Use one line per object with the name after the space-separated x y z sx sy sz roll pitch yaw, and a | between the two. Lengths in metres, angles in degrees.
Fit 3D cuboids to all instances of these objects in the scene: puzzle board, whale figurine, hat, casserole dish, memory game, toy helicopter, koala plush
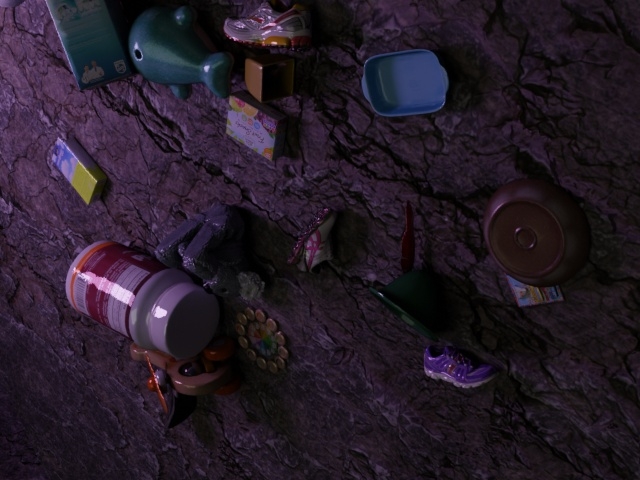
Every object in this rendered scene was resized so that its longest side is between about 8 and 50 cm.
0.371 0.057 1.449 0.096 0.011 0.128 -16 100 47 | puzzle board
-0.304 -0.394 1.732 0.272 0.141 0.216 35 132 27 | whale figurine
0.212 0.074 1.601 0.173 0.184 0.208 34 174 34 | hat
0.157 -0.283 1.441 0.188 0.037 0.114 2 113 42 | casserole dish
-0.149 0.251 2.047 0.186 0.012 0.186 22 127 33 | memory game
-0.398 0.339 2.166 0.355 0.235 0.140 14 122 38 | toy helicopter
-0.232 0.050 1.920 0.196 0.203 0.221 12 142 49 | koala plush

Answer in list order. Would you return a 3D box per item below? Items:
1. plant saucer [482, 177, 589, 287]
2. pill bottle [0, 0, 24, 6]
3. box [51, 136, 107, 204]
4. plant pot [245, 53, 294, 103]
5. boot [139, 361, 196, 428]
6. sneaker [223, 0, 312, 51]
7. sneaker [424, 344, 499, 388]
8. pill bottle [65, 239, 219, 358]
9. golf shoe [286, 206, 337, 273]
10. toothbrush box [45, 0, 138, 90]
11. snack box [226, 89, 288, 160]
0.360 -0.008 1.392 0.198 0.036 0.199 17 117 37 | plant saucer
-0.731 -0.715 1.929 0.176 0.176 0.318 53 138 7 | pill bottle
-0.677 -0.200 2.266 0.178 0.042 0.109 48 136 12 | box
-0.111 -0.335 1.634 0.083 0.081 0.081 35 133 38 | plant pot
-0.467 0.404 2.393 0.229 0.091 0.263 38 130 29 | boot
-0.099 -0.424 1.582 0.225 0.088 0.093 15 102 37 | sneaker
0.273 0.247 1.610 0.169 0.068 0.071 6 111 42 | sneaker
-0.468 0.155 2.138 0.392 0.224 0.224 20 125 34 | pill bottle
0.000 0.000 1.738 0.086 0.067 0.186 28 135 -6 | golf shoe
-0.513 -0.498 1.805 0.216 0.126 0.296 -105 -4 -77 | toothbrush box
-0.138 -0.247 1.737 0.141 0.037 0.100 33 133 26 | snack box
